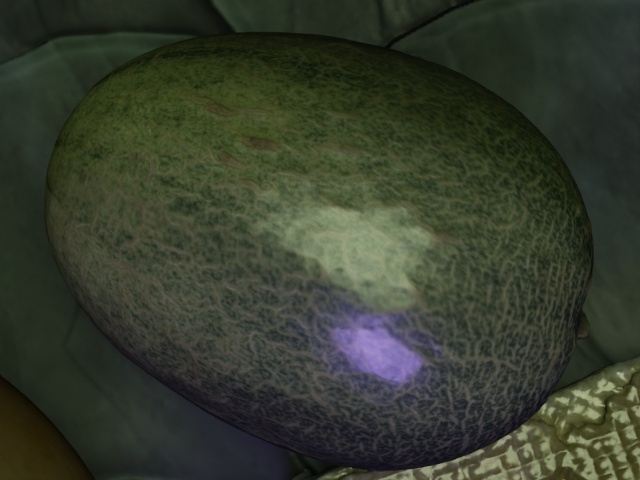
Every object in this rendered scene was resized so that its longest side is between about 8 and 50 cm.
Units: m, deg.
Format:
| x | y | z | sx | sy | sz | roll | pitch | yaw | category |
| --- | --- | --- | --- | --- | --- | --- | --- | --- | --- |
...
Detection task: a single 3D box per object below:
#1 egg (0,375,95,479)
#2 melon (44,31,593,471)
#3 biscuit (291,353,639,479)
| x | y | z | sx | sy | sz | roll | pitch | yaw | category |
| --- | --- | --- | --- | --- | --- | --- | --- | --- | --- |
| -0.244 | 0.218 | 0.810 | 0.301 | 0.301 | 0.374 | -29 | 91 | -10 | egg |
| 0.000 | 0.000 | 0.898 | 0.329 | 0.248 | 0.249 | 22 | 79 | 3 | melon |
| 0.194 | 0.147 | 0.978 | 0.426 | 0.078 | 0.144 | -19 | 82 | -9 | biscuit |
